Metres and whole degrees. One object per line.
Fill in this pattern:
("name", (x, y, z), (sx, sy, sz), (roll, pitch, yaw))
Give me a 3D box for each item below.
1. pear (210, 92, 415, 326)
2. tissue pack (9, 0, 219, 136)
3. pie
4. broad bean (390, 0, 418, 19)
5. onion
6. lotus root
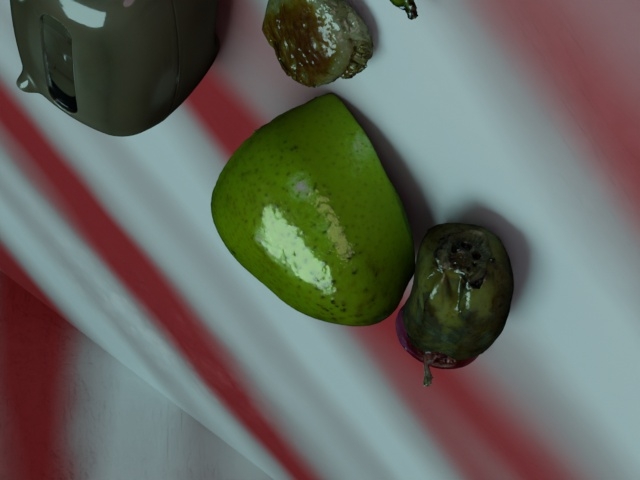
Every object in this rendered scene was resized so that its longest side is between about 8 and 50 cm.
("pear", (0.000, 0.000, 1.842), (0.318, 0.238, 0.342), (52, 158, 19))
("tissue pack", (-0.303, -0.333, 1.776), (0.267, 0.277, 0.387), (37, 155, 10))
("pie", (-0.013, -0.282, 1.647), (0.163, 0.079, 0.193), (55, 155, -10))
("broad bean", (0.049, -0.351, 1.478), (0.213, 0.048, 0.070), (46, 156, 6))
("onion", (0.181, 0.176, 1.968), (0.150, 0.140, 0.150), (21, 154, 11))
("lotus root", (0.203, 0.078, 1.773), (0.151, 0.160, 0.275), (6, 153, -2))
